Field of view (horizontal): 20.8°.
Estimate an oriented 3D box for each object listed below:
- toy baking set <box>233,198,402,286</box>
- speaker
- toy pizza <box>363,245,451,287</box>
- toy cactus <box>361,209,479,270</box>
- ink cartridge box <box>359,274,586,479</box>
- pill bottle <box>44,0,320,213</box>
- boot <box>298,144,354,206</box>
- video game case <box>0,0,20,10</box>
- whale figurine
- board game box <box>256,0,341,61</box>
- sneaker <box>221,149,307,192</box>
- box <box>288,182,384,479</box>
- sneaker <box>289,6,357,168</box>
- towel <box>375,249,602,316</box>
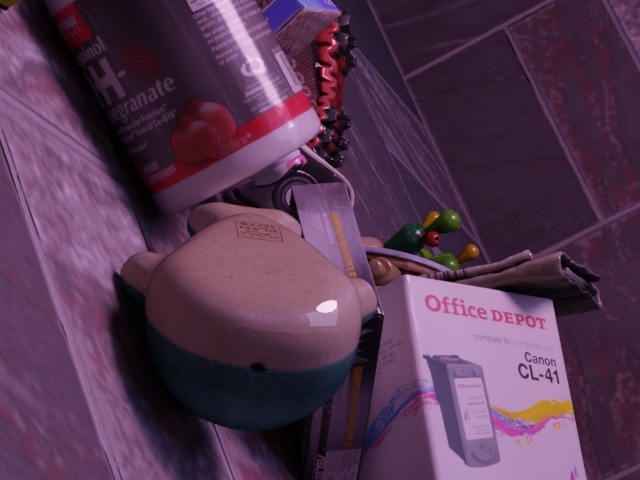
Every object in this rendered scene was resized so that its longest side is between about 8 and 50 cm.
[{"bbox_3d":[0.006,0.003,1.956,0.197,0.030,0.256,28,-2,16],"label":"toy baking set"},{"bbox_3d":[-0.048,-0.057,1.872,0.055,0.055,0.136,59,-11,-18],"label":"speaker"},{"bbox_3d":[0.086,0.056,2.121,0.201,0.201,0.032,45,55,-58],"label":"toy pizza"},{"bbox_3d":[0.097,0.035,2.297,0.180,0.219,0.112,9,61,-25],"label":"toy cactus"},{"bbox_3d":[0.144,0.206,1.747,0.226,0.131,0.306,10,63,-39],"label":"ink cartridge box"},{"bbox_3d":[-0.147,-0.199,1.622,0.318,0.176,0.176,61,11,-6],"label":"pill bottle"},{"bbox_3d":[-0.076,-0.109,2.032,0.244,0.088,0.176,46,-8,-10],"label":"boot"},{"bbox_3d":[-0.222,-0.372,1.499,0.275,0.248,0.035,66,13,18],"label":"video game case"},{"bbox_3d":[-0.063,0.060,1.463,0.272,0.216,0.141,-106,-156,-65],"label":"whale figurine"},{"bbox_3d":[-0.140,-0.300,1.822,0.291,0.141,0.232,48,11,1],"label":"board game box"},{"bbox_3d":[-0.075,-0.100,1.798,0.178,0.072,0.077,-6,-68,59],"label":"sneaker"},{"bbox_3d":[0.004,0.091,1.645,0.183,0.056,0.231,-105,-164,-47],"label":"box"},{"bbox_3d":[-0.028,-0.190,2.363,0.097,0.135,0.276,67,24,-61],"label":"sneaker"},{"bbox_3d":[0.144,0.064,1.949,0.312,0.324,0.056,30,51,-71],"label":"towel"}]
